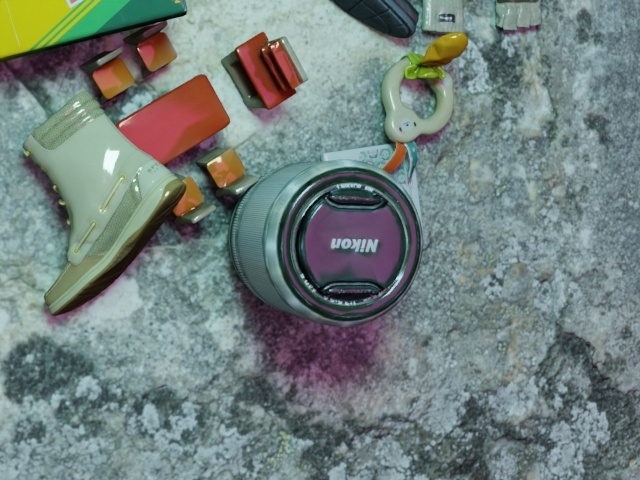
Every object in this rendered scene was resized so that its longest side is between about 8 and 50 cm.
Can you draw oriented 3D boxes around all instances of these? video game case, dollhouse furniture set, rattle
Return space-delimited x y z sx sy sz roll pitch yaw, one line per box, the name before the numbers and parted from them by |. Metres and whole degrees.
video game case | 0.080 -0.074 1.796 0.157 0.019 0.143 -10 96 -25
dollhouse furniture set | -0.160 -0.188 1.612 0.259 0.135 0.262 -35 106 -20
rattle | 0.162 -0.196 1.756 0.130 0.142 0.200 39 62 -34

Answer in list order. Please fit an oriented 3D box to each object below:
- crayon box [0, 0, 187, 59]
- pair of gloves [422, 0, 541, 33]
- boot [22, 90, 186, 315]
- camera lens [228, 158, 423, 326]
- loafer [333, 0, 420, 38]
crayon box | -0.365 -0.425 1.458 0.313 0.106 0.363 -15 99 -5
pair of gloves | 0.256 -0.434 1.855 0.240 0.042 0.204 -9 99 -23
boot | -0.329 -0.047 1.555 0.203 0.095 0.262 44 110 6
camera lens | 0.000 0.000 1.608 0.219 0.274 0.220 -1 92 -19
loafer | 0.035 -0.416 1.717 0.302 0.109 0.095 31 75 -20
